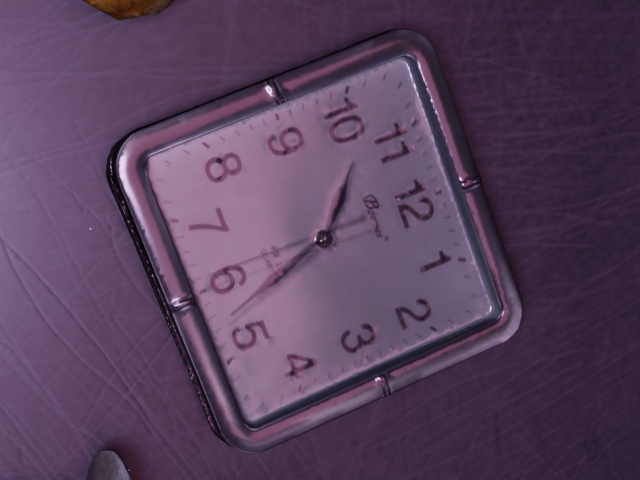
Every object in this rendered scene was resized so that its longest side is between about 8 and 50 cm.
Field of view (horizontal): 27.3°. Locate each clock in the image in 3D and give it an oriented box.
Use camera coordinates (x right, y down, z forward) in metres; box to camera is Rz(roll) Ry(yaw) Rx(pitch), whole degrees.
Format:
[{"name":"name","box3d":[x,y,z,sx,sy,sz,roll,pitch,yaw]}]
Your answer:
[{"name":"clock","box3d":[0.000,0.000,1.050,0.279,0.049,0.273,-22,102,-12]}]

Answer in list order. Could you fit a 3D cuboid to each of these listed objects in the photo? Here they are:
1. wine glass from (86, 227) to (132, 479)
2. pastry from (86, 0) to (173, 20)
[{"name":"wine glass","box3d":[-0.304,0.132,0.945,0.310,0.096,0.264,-2,72,-31]},{"name":"pastry","box3d":[-0.145,-0.239,0.972,0.153,0.081,0.153,-1,97,-5]}]
